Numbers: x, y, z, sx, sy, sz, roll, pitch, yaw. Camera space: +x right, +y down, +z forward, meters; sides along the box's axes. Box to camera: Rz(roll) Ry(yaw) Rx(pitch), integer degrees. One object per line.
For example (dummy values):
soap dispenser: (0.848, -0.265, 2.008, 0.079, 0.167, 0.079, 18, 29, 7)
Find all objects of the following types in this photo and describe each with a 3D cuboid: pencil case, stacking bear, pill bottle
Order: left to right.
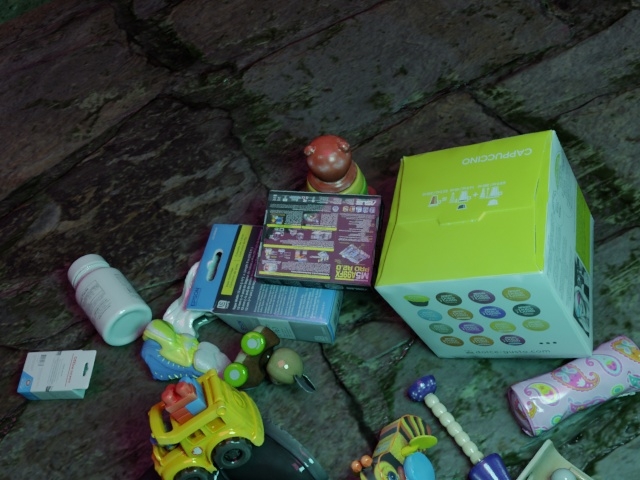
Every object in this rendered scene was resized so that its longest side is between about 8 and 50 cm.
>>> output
pill bottle: (-0.528, 0.141, 1.801, 0.131, 0.131, 0.229, -38, 57, -14)
stacking bear: (0.035, -0.145, 1.773, 0.176, 0.289, 0.164, -1, 57, 11)
pencil case: (0.525, 0.296, 1.478, 0.284, 0.124, 0.124, -22, 55, -4)

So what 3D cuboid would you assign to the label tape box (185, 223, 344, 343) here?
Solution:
label tape box: (-0.117, 0.098, 1.754, 0.348, 0.115, 0.249, 4, 58, 16)

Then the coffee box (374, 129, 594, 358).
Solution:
coffee box: (0.355, 0.023, 1.512, 0.338, 0.334, 0.338, -7, 53, 33)

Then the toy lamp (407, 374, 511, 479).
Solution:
toy lamp: (0.286, 0.400, 1.488, 0.080, 0.080, 0.274, -31, 55, -9)

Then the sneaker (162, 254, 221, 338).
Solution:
sneaker: (-0.286, 0.145, 1.784, 0.115, 0.090, 0.232, 21, 72, 16)

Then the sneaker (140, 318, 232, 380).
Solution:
sneaker: (-0.316, 0.287, 1.700, 0.240, 0.091, 0.126, 33, 112, 8)

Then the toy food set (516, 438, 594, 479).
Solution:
toy food set: (0.488, 0.543, 1.336, 0.306, 0.092, 0.220, 34, 69, 29)

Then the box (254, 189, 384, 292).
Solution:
box: (0.000, 0.000, 1.662, 0.270, 0.060, 0.216, 3, 72, 13)

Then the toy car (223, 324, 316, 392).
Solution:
toy car: (-0.096, 0.289, 1.604, 0.188, 0.155, 0.149, 29, 89, 6)

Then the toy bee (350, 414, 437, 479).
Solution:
toy bee: (0.141, 0.430, 1.388, 0.195, 0.162, 0.298, -44, 17, 11)

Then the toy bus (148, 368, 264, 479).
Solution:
toy bus: (-0.250, 0.349, 1.380, 0.220, 0.211, 0.149, -33, 38, 3)

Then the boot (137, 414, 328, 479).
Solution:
boot: (-0.240, 0.544, 1.429, 0.367, 0.146, 0.445, 16, 54, 48)

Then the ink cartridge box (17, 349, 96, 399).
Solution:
ink cartridge box: (-0.616, 0.322, 1.742, 0.180, 0.060, 0.104, -3, 56, 10)
